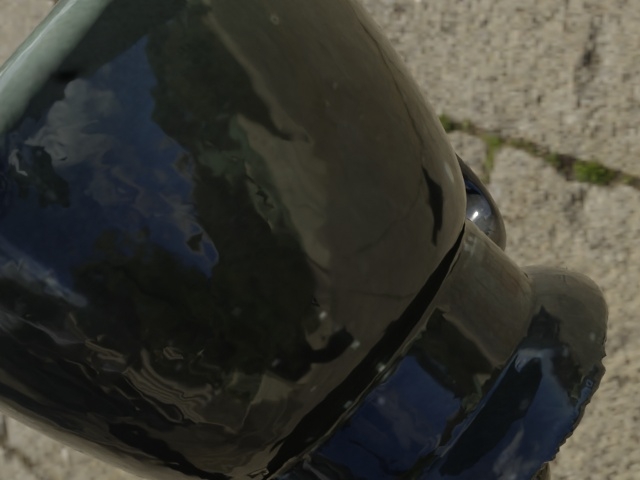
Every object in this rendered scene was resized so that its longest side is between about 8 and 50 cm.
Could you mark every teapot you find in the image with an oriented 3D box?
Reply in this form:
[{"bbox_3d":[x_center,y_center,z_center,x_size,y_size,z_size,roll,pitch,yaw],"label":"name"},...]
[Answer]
[{"bbox_3d":[-0.015,0.018,0.602,0.285,0.305,0.223,42,93,-9],"label":"teapot"}]
